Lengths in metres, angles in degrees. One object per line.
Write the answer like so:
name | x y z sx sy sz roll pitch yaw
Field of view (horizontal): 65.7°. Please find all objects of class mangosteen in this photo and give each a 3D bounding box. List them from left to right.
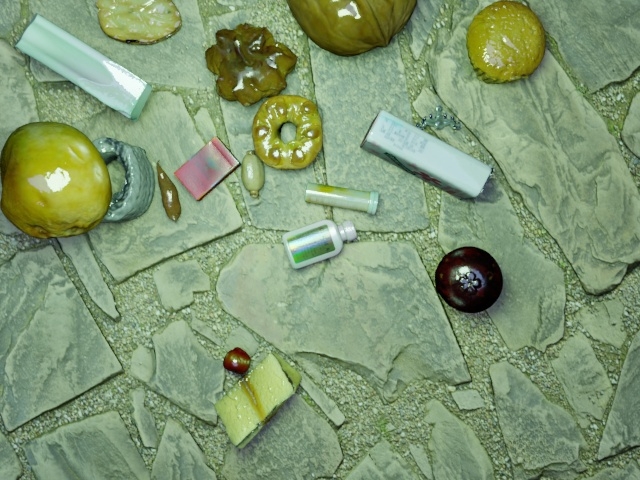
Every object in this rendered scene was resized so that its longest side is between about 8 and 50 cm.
mangosteen | 0.437 0.114 1.464 0.209 0.210 0.210 0 94 -1

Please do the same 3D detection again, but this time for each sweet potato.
sweet potato | -0.462 -0.151 1.502 0.056 0.056 0.195 -16 90 0

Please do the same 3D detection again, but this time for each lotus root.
lotus root | -0.204 -0.198 1.493 0.062 0.073 0.151 -1 96 42

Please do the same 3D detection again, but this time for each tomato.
tomato | -0.255 0.370 1.523 0.087 0.087 0.075 23 65 -2

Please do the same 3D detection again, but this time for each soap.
soap | -0.644 -0.476 1.398 0.346 0.208 0.115 32 93 -3

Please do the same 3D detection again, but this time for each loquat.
loquat | -0.664 -0.149 1.251 0.275 0.276 0.284 -21 68 0

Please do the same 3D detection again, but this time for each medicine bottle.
medicine bottle | 0.000 0.000 1.505 0.219 0.078 0.115 -19 92 0
medicine bottle | 0.063 -0.130 1.505 0.217 0.074 0.074 9 93 0

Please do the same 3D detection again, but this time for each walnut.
walnut | 0.077 -0.704 1.345 0.354 0.308 0.398 -34 96 23

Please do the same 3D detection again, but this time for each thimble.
thimble | -0.604 -0.172 1.444 0.216 0.157 0.246 22 92 -3

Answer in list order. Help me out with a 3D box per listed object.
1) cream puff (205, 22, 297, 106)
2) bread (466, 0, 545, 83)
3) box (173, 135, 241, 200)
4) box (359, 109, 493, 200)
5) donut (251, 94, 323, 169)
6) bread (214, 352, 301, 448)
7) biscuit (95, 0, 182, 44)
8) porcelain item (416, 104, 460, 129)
cream puff | -0.199 -0.509 1.439 0.268 0.155 0.241 -10 89 6
bread | 0.536 -0.574 1.450 0.239 0.139 0.240 0 93 -1
box | -0.341 -0.217 1.500 0.175 0.048 0.112 -40 92 2
box | 0.303 -0.238 1.444 0.369 0.190 0.112 28 93 -2
donut | -0.097 -0.318 1.466 0.226 0.114 0.227 0 94 -1
bread | -0.179 0.496 1.524 0.266 0.178 0.141 -46 125 4
biscuit | -0.539 -0.677 1.475 0.259 0.041 0.203 15 90 -3
porcelain item | 0.361 -0.377 1.517 0.136 0.021 0.075 1 94 -1
